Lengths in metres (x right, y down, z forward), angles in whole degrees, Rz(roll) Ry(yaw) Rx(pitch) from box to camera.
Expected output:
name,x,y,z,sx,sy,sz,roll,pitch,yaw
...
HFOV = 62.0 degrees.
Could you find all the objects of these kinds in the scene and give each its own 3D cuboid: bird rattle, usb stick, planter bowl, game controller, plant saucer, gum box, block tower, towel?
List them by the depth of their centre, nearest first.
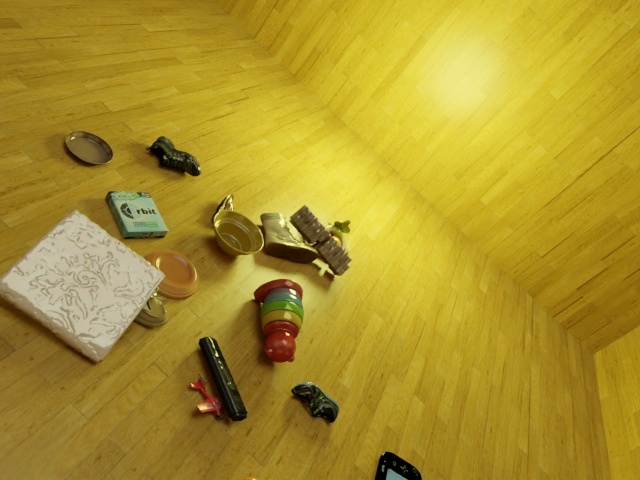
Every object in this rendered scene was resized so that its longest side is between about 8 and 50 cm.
name,x,y,z,sx,sy,sz,roll,pitch,yaw
towel,-0.650,0.118,1.470,0.331,0.053,0.317,40,50,-13
usb stick,-0.295,0.410,1.601,0.278,0.045,0.077,58,6,30
game controller,0.236,0.827,1.693,0.166,0.067,0.319,40,31,-5
plant saucer,-0.494,0.105,1.779,0.199,0.037,0.200,29,33,-21
gum box,-0.637,-0.090,1.850,0.156,0.041,0.184,-2,52,-49
plant saucer,-0.838,-0.329,1.927,0.168,0.029,0.169,30,33,-22
planter bowl,-0.333,-0.007,2.044,0.217,0.090,0.217,28,34,-21
block tower,0.000,0.000,2.322,0.335,0.091,0.097,51,-13,-11
bird rattle,0.043,-0.013,2.450,0.253,0.143,0.207,-7,73,-48

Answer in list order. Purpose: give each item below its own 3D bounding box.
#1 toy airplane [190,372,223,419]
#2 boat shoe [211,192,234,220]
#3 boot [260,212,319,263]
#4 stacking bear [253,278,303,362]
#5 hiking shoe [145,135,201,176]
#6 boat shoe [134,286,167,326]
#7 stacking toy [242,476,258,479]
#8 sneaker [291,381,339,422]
name,x,y,z,sx,sy,sz,roll,pitch,yaw
toy airplane,-0.326,0.455,1.544,0.151,0.028,0.151,45,18,-19
boat shoe,-0.384,-0.125,2.162,0.060,0.064,0.178,37,38,-19
boot,-0.134,-0.014,2.279,0.261,0.095,0.204,15,39,-34
stacking bear,-0.138,0.290,1.850,0.175,0.164,0.289,26,39,-25
hiking shoe,-0.595,-0.320,2.158,0.226,0.086,0.114,35,44,-1
boat shoe,-0.567,0.143,1.598,0.285,0.089,0.104,42,31,-1
stacking toy,-0.078,0.716,1.419,0.301,0.175,0.166,29,29,-1
sneaker,-0.015,0.537,1.763,0.188,0.067,0.078,38,25,-13
